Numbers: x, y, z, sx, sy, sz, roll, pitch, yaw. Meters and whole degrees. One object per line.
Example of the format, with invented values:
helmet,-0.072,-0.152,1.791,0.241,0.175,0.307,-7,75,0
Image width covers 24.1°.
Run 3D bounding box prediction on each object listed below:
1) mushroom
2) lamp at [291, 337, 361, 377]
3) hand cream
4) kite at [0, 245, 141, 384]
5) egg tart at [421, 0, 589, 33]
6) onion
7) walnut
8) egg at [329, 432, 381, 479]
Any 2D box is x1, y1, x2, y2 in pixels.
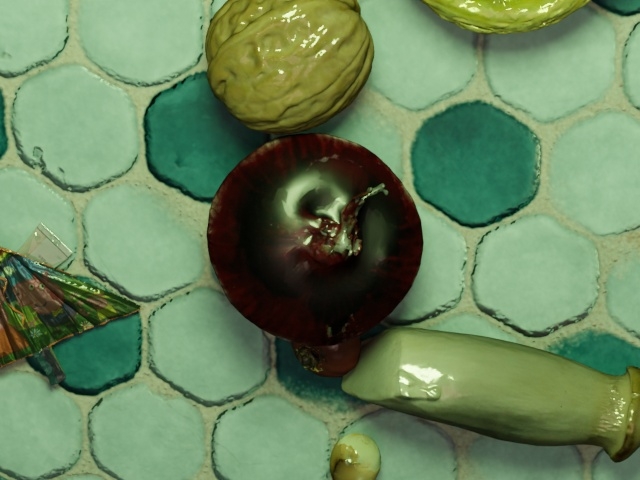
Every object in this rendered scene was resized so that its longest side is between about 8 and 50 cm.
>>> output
mushroom,0.235,0.196,1.962,0.407,0.154,0.137,8,66,-1
lamp,0.007,0.135,1.987,0.101,0.090,0.101,25,131,32
hand cream,-0.429,0.068,2.027,0.216,0.038,0.052,-44,124,10
kite,-0.413,0.101,2.014,0.321,0.016,0.234,-24,111,0
egg tart,0.218,-0.422,1.767,0.345,0.132,0.345,1,107,4
onion,0.000,0.000,1.841,0.273,0.285,0.273,-1,92,-13
walnut,-0.042,-0.229,1.825,0.213,0.213,0.213,1,108,4
egg,0.046,0.308,2.051,0.071,0.071,0.083,16,123,-1
